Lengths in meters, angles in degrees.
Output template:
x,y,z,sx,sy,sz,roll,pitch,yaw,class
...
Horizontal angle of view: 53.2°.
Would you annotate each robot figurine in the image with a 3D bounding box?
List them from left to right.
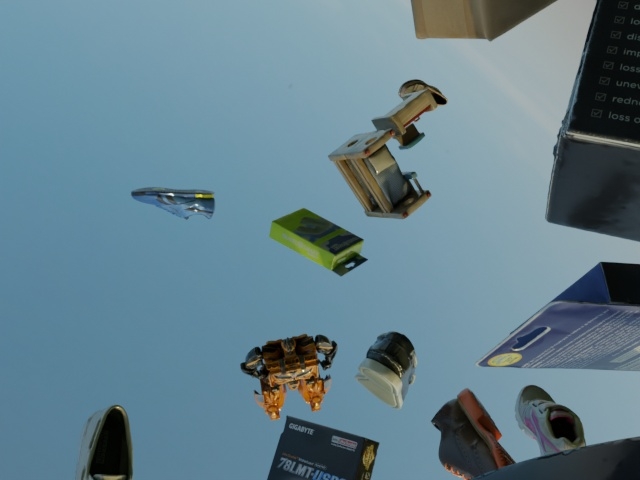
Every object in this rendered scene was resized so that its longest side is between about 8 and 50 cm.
x,y,z,sx,sy,sz,roll,pitch,yaw,class
-0.062,0.299,1.402,0.211,0.291,0.085,-11,-124,-8,robot figurine

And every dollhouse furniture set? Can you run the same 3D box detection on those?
x,y,z,sx,sy,sz,roll,pitch,yaw,class
0.139,-0.142,1.044,0.129,0.184,0.129,56,163,-18,dollhouse furniture set

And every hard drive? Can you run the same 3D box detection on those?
x,y,z,sx,sy,sz,roll,pitch,yaw,class
0.229,0.247,0.568,0.172,0.255,0.054,37,-140,-27,hard drive

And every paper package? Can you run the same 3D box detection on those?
x,y,z,sx,sy,sz,roll,pitch,yaw,class
0.301,-0.561,1.154,0.309,0.168,0.324,-35,-54,-31,paper package

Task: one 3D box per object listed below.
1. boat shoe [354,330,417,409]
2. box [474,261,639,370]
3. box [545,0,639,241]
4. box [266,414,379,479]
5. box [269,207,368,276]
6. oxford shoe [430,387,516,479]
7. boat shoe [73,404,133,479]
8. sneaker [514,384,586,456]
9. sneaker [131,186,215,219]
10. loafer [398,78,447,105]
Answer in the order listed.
x,y,z,sx,sy,sz,roll,pitch,yaw,class
0.133,0.252,1.228,0.114,0.302,0.091,33,-107,10,boat shoe
0.242,0.063,0.479,0.225,0.136,0.036,3,-119,-11,box
0.652,-0.238,0.993,0.297,0.480,0.471,61,-133,-62,box
-0.012,0.624,1.636,0.073,0.296,0.293,30,-110,-42,box
0.000,0.000,1.267,0.178,0.042,0.109,28,-148,25,box
0.243,0.343,0.970,0.097,0.098,0.271,51,-171,-21,oxford shoe
-0.339,0.383,0.989,0.095,0.084,0.258,11,-126,-35,boat shoe
0.489,0.381,1.333,0.103,0.111,0.252,2,-152,-8,sneaker
-0.372,-0.090,1.616,0.210,0.082,0.069,4,-164,-14,sneaker
0.203,-0.284,1.241,0.125,0.045,0.039,-5,-144,-46,loafer
